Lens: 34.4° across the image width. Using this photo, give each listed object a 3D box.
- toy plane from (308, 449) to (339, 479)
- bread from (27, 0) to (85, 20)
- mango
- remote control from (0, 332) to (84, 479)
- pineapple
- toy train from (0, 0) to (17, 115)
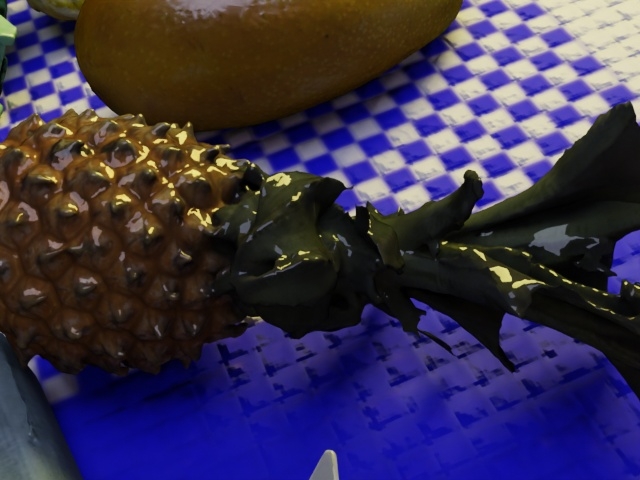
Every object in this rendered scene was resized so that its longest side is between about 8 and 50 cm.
[{"bbox_3d":[-0.019,0.176,0.265,0.160,0.082,0.234,19,57,-29],"label":"toy plane"},{"bbox_3d":[-0.152,-0.196,0.670,0.094,0.083,0.157,8,40,21],"label":"bread"},{"bbox_3d":[-0.021,-0.125,0.566,0.227,0.099,0.136,-16,37,-15],"label":"mango"},{"bbox_3d":[-0.133,0.117,0.380,0.104,0.052,0.247,-25,44,-18],"label":"remote control"},{"bbox_3d":[0.000,0.000,0.405,0.277,0.130,0.119,3,42,14],"label":"pineapple"},{"bbox_3d":[-0.230,-0.142,0.637,0.081,0.099,0.149,9,35,-19],"label":"toy train"}]
